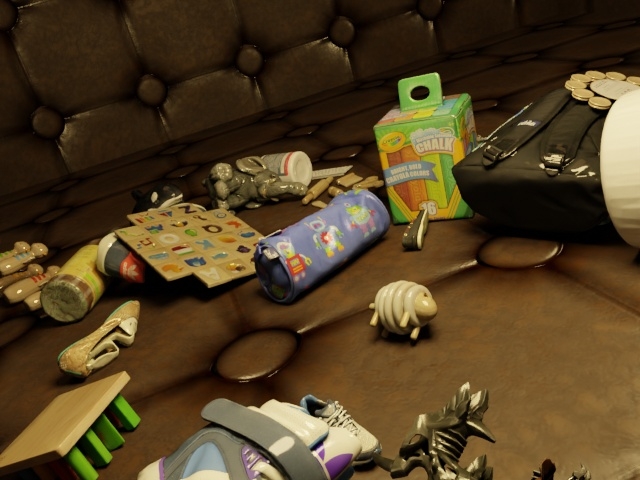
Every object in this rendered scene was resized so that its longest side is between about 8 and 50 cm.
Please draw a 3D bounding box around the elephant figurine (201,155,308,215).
[{"bbox_3d":[-0.186,-0.150,1.720,0.239,0.186,0.169,-14,-22,-21],"label":"elephant figurine"}]

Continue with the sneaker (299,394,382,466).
[{"bbox_3d":[0.017,0.230,0.763,0.052,0.058,0.135,-32,28,-34],"label":"sneaker"}]

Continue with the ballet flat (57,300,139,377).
[{"bbox_3d":[-0.391,0.188,1.156,0.067,0.073,0.206,23,40,17],"label":"ballet flat"}]

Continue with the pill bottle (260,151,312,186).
[{"bbox_3d":[-0.125,-0.199,1.807,0.180,0.108,0.108,0,27,34],"label":"pill bottle"}]

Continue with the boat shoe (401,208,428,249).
[{"bbox_3d":[0.195,-0.027,1.258,0.042,0.049,0.133,2,32,20],"label":"boat shoe"}]

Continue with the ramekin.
[{"bbox_3d":[0.540,-0.112,0.943,0.135,0.277,0.277,-2,25,48],"label":"ramekin"}]

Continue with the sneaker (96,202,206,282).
[{"bbox_3d":[-0.352,0.016,1.470,0.148,0.131,0.350,21,31,22],"label":"sneaker"}]

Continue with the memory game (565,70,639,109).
[{"bbox_3d":[0.532,-0.264,1.108,0.186,0.012,0.186,2,37,-1],"label":"memory game"}]

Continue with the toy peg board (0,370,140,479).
[{"bbox_3d":[-0.355,0.286,0.890,0.160,0.079,0.161,-23,17,26],"label":"toy peg board"}]

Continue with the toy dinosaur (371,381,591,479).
[{"bbox_3d":[0.147,0.255,0.514,0.321,0.164,0.218,-1,34,-20],"label":"toy dinosaur"}]

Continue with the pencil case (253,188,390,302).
[{"bbox_3d":[0.000,0.000,1.225,0.306,0.133,0.119,-32,-6,-36],"label":"pencil case"}]

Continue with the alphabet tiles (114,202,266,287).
[{"bbox_3d":[-0.269,0.000,1.372,0.285,0.011,0.342,-16,36,-41],"label":"alphabet tiles"}]

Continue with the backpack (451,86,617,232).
[{"bbox_3d":[0.469,-0.161,1.164,0.290,0.273,0.355,10,53,42],"label":"backpack"}]

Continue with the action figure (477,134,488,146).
[{"bbox_3d":[0.436,-0.241,1.591,0.232,0.064,0.137,-25,20,-30],"label":"action figure"}]

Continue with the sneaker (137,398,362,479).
[{"bbox_3d":[-0.052,0.268,0.621,0.236,0.130,0.323,-26,18,-12],"label":"sneaker"}]

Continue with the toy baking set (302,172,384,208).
[{"bbox_3d":[0.052,-0.131,1.628,0.196,0.030,0.256,1,28,35],"label":"toy baking set"}]

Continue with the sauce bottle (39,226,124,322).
[{"bbox_3d":[-0.534,0.063,1.465,0.111,0.111,0.344,-12,24,10],"label":"sauce bottle"}]

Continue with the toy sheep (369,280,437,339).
[{"bbox_3d":[0.123,0.105,0.955,0.132,0.091,0.091,-1,26,44],"label":"toy sheep"}]

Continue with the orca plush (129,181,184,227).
[{"bbox_3d":[-0.446,-0.092,1.618,0.151,0.102,0.287,-33,-2,-26],"label":"orca plush"}]

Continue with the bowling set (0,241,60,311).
[{"bbox_3d":[-0.736,0.049,1.538,0.287,0.200,0.154,8,31,38],"label":"bowling set"}]

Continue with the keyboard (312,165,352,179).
[{"bbox_3d":[-0.031,-0.197,1.863,0.256,0.014,0.072,-5,25,24],"label":"keyboard"}]

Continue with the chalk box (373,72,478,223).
[{"bbox_3d":[0.233,-0.206,1.336,0.180,0.289,0.179,-5,24,26],"label":"chalk box"}]
